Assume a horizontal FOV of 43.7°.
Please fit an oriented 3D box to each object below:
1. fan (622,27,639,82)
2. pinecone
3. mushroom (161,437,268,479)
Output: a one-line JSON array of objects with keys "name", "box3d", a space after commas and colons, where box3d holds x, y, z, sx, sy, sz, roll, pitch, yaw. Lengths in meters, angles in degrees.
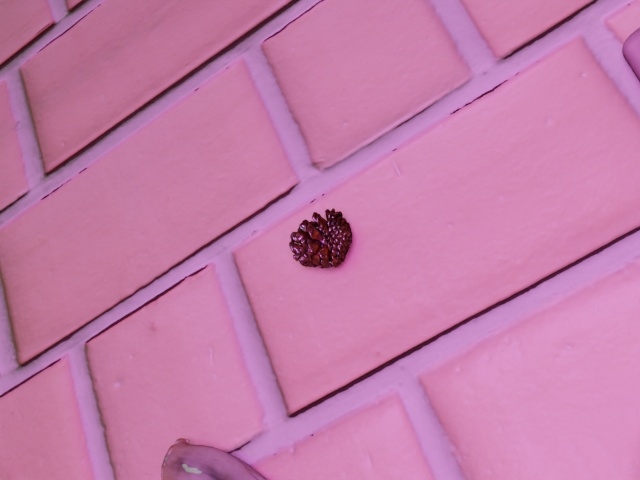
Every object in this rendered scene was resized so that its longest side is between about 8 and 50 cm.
[{"name": "fan", "box3d": [0.400, -0.140, 0.850, 0.130, 0.074, 0.244, -34, 55, 27]}, {"name": "pinecone", "box3d": [0.000, 0.000, 1.008, 0.083, 0.077, 0.077, -12, 68, 24]}, {"name": "mushroom", "box3d": [-0.088, 0.321, 0.940, 0.278, 0.099, 0.096, 33, 77, 37]}]
